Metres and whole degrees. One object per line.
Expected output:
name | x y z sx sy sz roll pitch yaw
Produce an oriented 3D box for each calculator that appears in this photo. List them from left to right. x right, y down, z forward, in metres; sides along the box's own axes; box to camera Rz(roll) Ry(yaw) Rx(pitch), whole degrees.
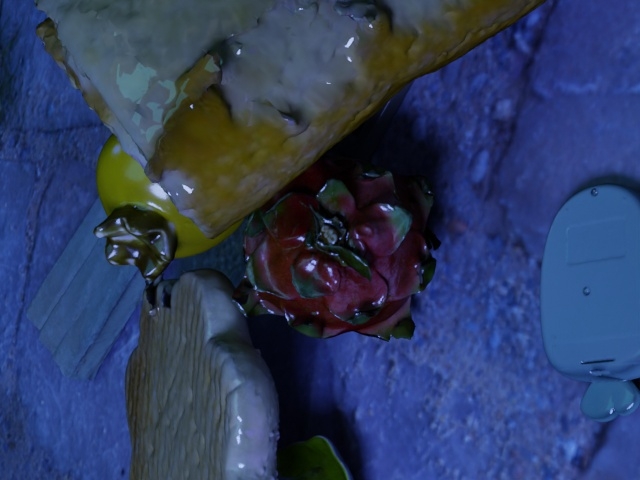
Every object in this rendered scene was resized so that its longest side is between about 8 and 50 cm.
calculator | 0.181 0.038 0.769 0.095 0.021 0.152 -11 71 44

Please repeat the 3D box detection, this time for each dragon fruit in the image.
dragon fruit | 0.001 0.004 0.890 0.236 0.135 0.137 3 73 66

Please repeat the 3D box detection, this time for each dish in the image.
dish | -0.011 0.200 0.918 0.137 0.039 0.091 -24 71 44

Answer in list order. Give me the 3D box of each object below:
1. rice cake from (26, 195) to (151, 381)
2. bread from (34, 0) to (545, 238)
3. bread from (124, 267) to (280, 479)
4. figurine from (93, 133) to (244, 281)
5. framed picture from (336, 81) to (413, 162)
rice cake | -0.203 0.027 1.146 0.124 0.038 0.211 49 115 40
bread | 0.010 -0.183 0.770 0.375 0.165 0.236 -34 52 -6
bread | -0.094 0.167 0.936 0.316 0.054 0.315 179 90 -65
figurine | -0.098 -0.057 0.929 0.185 0.127 0.234 101 176 -60
framed picture | 0.009 -0.200 0.995 0.250 0.016 0.184 47 115 39
